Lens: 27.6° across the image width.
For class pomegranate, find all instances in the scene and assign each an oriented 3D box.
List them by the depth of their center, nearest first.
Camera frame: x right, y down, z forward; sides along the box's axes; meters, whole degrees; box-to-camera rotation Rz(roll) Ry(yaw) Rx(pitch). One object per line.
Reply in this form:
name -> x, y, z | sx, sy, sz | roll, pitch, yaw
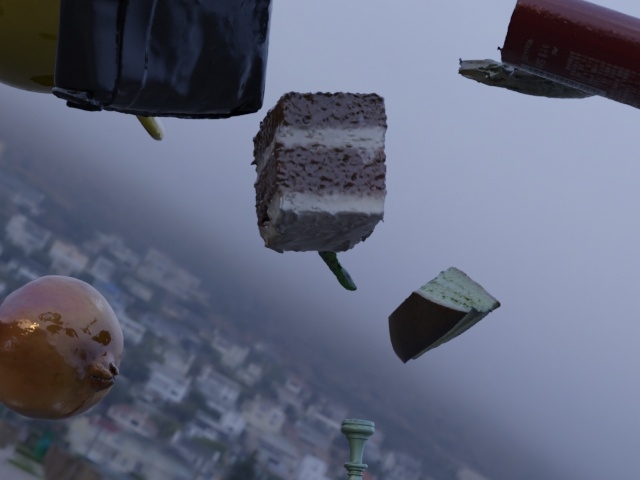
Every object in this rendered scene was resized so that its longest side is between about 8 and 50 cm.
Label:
pomegranate -> -0.378, 0.151, 1.848 | 0.209, 0.209, 0.209 | 27, -13, 7

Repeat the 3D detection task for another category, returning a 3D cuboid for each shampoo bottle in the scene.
shampoo bottle -> 0.340, -0.174, 1.325 | 0.314, 0.076, 0.118 | 20, -20, 10

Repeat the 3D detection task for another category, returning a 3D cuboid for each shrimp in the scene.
shrimp -> 0.314, -0.242, 1.918 | 0.224, 0.047, 0.126 | 8, -2, 1

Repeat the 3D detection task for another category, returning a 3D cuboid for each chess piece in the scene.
chess piece -> 0.043, 0.265, 1.576 | 0.042, 0.093, 0.042 | 3, -14, 1

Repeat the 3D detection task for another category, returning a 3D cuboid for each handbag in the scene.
handbag -> -0.119, -0.224, 1.091 | 0.080, 0.246, 0.223 | 12, 9, 33

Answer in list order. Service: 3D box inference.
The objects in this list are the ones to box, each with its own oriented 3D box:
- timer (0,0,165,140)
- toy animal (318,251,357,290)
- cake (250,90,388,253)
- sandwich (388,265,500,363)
timer -> -0.297, -0.321, 1.516 | 0.376, 0.376, 0.387 | 39, 11, -38
toy animal -> -0.013, -0.006, 1.781 | 0.075, 0.041, 0.217 | 24, -24, 38
cake -> 0.002, -0.069, 1.392 | 0.135, 0.147, 0.135 | -3, -20, -16
sandwich -> 0.174, 0.110, 1.958 | 0.096, 0.094, 0.258 | 57, -29, 9
